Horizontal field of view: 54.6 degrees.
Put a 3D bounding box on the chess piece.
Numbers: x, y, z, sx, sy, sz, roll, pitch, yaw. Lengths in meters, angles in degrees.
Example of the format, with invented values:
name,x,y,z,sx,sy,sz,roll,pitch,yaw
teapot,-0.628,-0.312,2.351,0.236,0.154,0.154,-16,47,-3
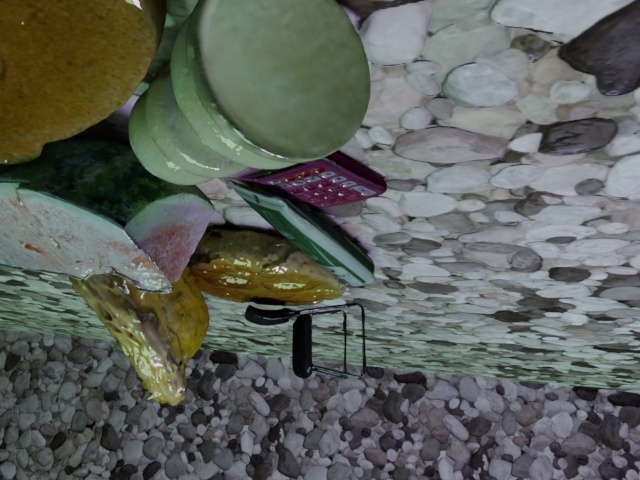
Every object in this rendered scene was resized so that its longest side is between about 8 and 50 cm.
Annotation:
name,x,y,z,sx,sy,sz,roll,pitch,yaw
chess piece,-0.090,-0.115,0.537,0.144,0.144,0.251,19,165,-31

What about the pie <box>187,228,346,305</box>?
name,x,y,z,sx,sy,sz,roll,pitch,yaw
pie,-0.114,0.060,1.149,0.340,0.083,0.339,5,164,1

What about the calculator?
name,x,y,z,sx,sy,sz,roll,pitch,yaw
calculator,-0.020,-0.082,0.750,0.127,0.034,0.191,-12,159,44

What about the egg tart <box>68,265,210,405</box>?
name,x,y,z,sx,sy,sz,roll,pitch,yaw
egg tart,-0.311,0.096,1.051,0.169,0.387,0.388,-34,177,-23

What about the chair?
name,x,y,z,sx,sy,sz,roll,pitch,yaw
chair,-0.037,0.198,1.220,0.221,0.145,0.140,4,166,-14

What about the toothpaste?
name,x,y,z,sx,sy,sz,roll,pitch,yaw
toothpaste,0.000,0.000,0.947,0.099,0.061,0.392,21,170,33

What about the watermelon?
name,x,y,z,sx,sy,sz,roll,pitch,yaw
watermelon,-0.298,-0.034,0.741,0.305,0.180,0.224,5,-176,25

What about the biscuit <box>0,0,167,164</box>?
name,x,y,z,sx,sy,sz,roll,pitch,yaw
biscuit,-0.294,-0.174,0.486,0.344,0.057,0.287,-21,147,39
